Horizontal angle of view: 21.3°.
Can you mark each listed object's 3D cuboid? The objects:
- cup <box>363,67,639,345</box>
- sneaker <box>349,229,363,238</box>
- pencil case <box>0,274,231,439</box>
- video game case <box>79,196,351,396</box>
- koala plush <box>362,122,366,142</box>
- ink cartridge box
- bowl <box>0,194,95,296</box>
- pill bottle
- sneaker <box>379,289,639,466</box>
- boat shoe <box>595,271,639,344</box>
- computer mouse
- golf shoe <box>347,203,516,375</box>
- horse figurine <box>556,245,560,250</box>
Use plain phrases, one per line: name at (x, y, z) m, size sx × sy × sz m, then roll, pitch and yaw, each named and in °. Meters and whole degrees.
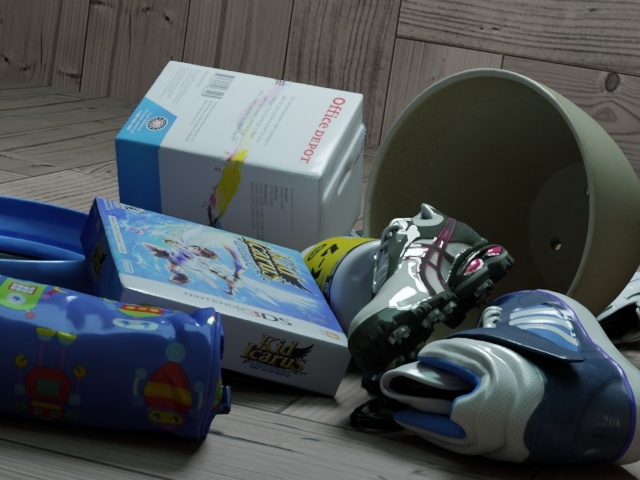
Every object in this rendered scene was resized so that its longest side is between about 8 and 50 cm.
cup at (0.249, -0.019, 1.989) m, size 0.237 × 0.331 × 0.331 m, roll 7°, pitch 8°, yaw -46°
sneaker at (0.000, 0.000, 2.361) m, size 0.132 × 0.086 × 0.229 m, roll 5°, pitch 20°, yaw -46°
pencil case at (-0.227, 0.094, 1.490) m, size 0.306 × 0.119 × 0.133 m, roll 9°, pitch 34°, yaw 0°
video game case at (-0.113, 0.052, 1.763) m, size 0.244 × 0.061 × 0.269 m, roll 17°, pitch 16°, yaw -19°
koala plush at (-0.056, -0.077, 2.552) m, size 0.196 × 0.203 × 0.221 m, roll 13°, pitch 32°, yaw 23°
ink cartridge box at (-0.098, -0.081, 2.188) m, size 0.270 × 0.197 × 0.198 m, roll 11°, pitch 39°, yaw 13°
bowl at (-0.401, 0.013, 1.932) m, size 0.391 × 0.077 × 0.391 m, roll 9°, pitch 10°, yaw -2°
pill bottle at (0.038, 0.055, 1.894) m, size 0.119 × 0.119 × 0.208 m, roll 5°, pitch 0°, yaw -18°
sneaker at (0.155, 0.118, 1.645) m, size 0.236 × 0.130 × 0.323 m, roll 9°, pitch 15°, yaw -22°
boat shoe at (0.379, 0.099, 2.135) m, size 0.226 × 0.083 × 0.076 m, roll -14°, pitch 33°, yaw -36°
computer mouse at (0.071, 0.143, 1.701) m, size 0.071 × 0.041 × 0.242 m, roll 11°, pitch 11°, yaw 8°
golf shoe at (0.084, 0.048, 1.711) m, size 0.120 × 0.105 × 0.273 m, roll 44°, pitch 32°, yaw 11°
horse figurine at (0.275, 0.022, 2.478) m, size 0.174 × 0.066 × 0.263 m, roll 9°, pitch 11°, yaw 38°
